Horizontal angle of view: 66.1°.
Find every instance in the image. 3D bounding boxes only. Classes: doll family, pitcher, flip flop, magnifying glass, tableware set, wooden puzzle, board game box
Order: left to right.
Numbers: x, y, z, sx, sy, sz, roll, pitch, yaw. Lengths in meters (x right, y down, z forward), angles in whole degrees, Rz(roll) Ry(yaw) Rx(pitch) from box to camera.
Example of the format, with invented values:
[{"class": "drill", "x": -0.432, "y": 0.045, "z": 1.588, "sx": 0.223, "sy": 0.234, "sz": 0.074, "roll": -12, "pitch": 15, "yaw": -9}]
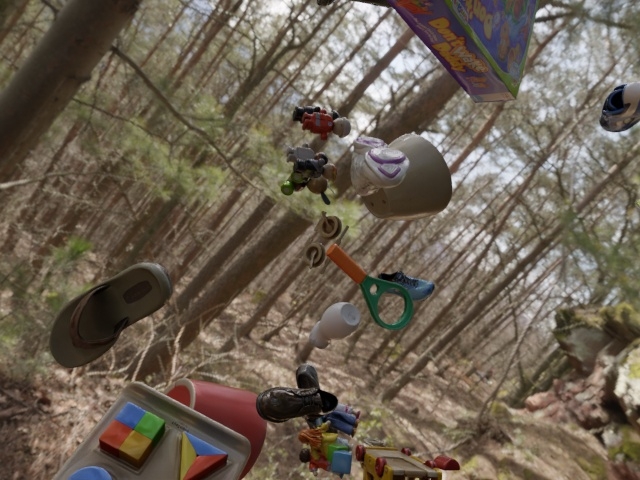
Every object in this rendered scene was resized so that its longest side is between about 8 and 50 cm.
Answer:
[{"class": "flip flop", "x": -0.367, "y": 0.131, "z": 0.830, "sx": 0.112, "sy": 0.277, "sz": 0.080, "roll": 56, "pitch": 19, "yaw": -8}, {"class": "wooden puzzle", "x": -0.349, "y": 0.480, "z": 0.971, "sx": 0.322, "sy": 0.080, "sz": 0.348, "roll": 25, "pitch": 47, "yaw": 6}, {"class": "tableware set", "x": 0.000, "y": 0.000, "z": 1.648, "sx": 0.128, "sy": 0.194, "sz": 0.039, "roll": 34, "pitch": 7, "yaw": 38}, {"class": "doll family", "x": 0.023, "y": 0.546, "z": 1.439, "sx": 0.163, "sy": 0.118, "sz": 0.263, "roll": 19, "pitch": 42, "yaw": 6}, {"class": "pitcher", "x": 0.061, "y": 0.284, "z": 1.772, "sx": 0.125, "sy": 0.207, "sz": 0.178, "roll": 35, "pitch": 48, "yaw": -10}, {"class": "magnifying glass", "x": 0.098, "y": 0.090, "z": 0.961, "sx": 0.231, "sy": 0.092, "sz": 0.026, "roll": 43, "pitch": -17, "yaw": -19}, {"class": "board game box", "x": 0.226, "y": -0.395, "z": 0.742, "sx": 0.078, "sy": 0.233, "sz": 0.347, "roll": 9, "pitch": -8, "yaw": 42}]

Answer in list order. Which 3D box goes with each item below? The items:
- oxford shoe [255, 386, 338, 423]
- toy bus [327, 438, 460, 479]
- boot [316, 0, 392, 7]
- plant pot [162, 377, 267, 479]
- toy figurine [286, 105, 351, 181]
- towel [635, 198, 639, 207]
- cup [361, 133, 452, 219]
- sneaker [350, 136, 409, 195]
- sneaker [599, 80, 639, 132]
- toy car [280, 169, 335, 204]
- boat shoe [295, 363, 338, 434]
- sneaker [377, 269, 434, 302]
[{"class": "oxford shoe", "x": -0.049, "y": 0.371, "z": 1.140, "sx": 0.227, "sy": 0.096, "sz": 0.083, "roll": 13, "pitch": 55, "yaw": -44}, {"class": "toy bus", "x": 0.118, "y": 0.405, "z": 0.815, "sx": 0.191, "sy": 0.104, "sz": 0.202, "roll": -2, "pitch": -16, "yaw": 32}, {"class": "boot", "x": 0.097, "y": -0.608, "z": 1.215, "sx": 0.208, "sy": 0.076, "sz": 0.190, "roll": 13, "pitch": 45, "yaw": -14}, {"class": "plant pot", "x": -0.327, "y": 0.524, "z": 1.389, "sx": 0.243, "sy": 0.275, "sz": 0.275, "roll": 40, "pitch": 10, "yaw": -36}, {"class": "toy figurine", "x": -0.007, "y": -0.295, "z": 1.483, "sx": 0.148, "sy": 0.209, "sz": 0.213, "roll": 5, "pitch": 20, "yaw": -17}, {"class": "towel", "x": 0.994, "y": -0.088, "z": 1.407, "sx": 0.021, "sy": 0.102, "sz": 0.237, "roll": 60, "pitch": 23, "yaw": -17}, {"class": "cup", "x": 0.292, "y": -0.203, "z": 1.852, "sx": 0.331, "sy": 0.237, "sz": 0.331, "roll": 43, "pitch": -30, "yaw": 33}, {"class": "sneaker", "x": 0.146, "y": -0.170, "z": 1.264, "sx": 0.114, "sy": 0.152, "sz": 0.305, "roll": 5, "pitch": 22, "yaw": -8}, {"class": "sneaker", "x": 0.419, "y": -0.188, "z": 0.682, "sx": 0.059, "sy": 0.053, "sz": 0.144, "roll": 13, "pitch": 1, "yaw": 5}, {"class": "toy car", "x": -0.029, "y": -0.212, "z": 1.877, "sx": 0.188, "sy": 0.149, "sz": 0.155, "roll": 37, "pitch": 41, "yaw": -8}, {"class": "boat shoe", "x": -0.024, "y": 0.637, "z": 1.864, "sx": 0.095, "sy": 0.112, "sz": 0.335, "roll": -14, "pitch": 86, "yaw": -80}, {"class": "sneaker", "x": 0.223, "y": 0.118, "z": 1.311, "sx": 0.063, "sy": 0.162, "sz": 0.073, "roll": -61, "pitch": 142, "yaw": -41}]
